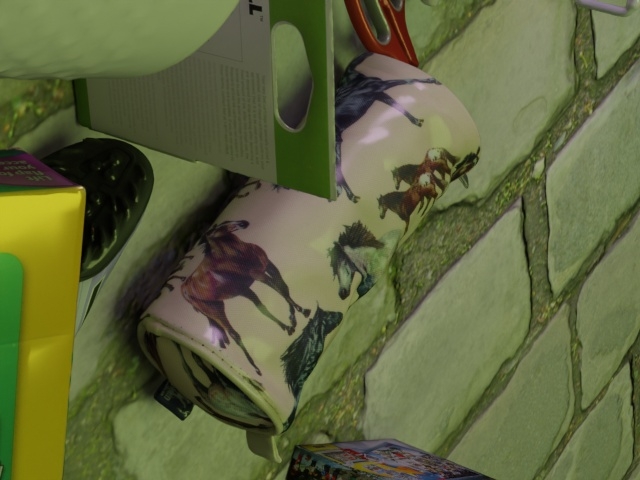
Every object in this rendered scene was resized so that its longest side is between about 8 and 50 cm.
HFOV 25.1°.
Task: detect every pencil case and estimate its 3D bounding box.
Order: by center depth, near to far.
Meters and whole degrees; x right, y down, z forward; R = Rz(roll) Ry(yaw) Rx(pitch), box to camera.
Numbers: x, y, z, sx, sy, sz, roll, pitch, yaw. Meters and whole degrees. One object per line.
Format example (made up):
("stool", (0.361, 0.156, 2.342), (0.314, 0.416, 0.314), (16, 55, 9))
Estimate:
("pencil case", (0.000, 0.000, 1.362), (0.410, 0.160, 0.183), (-52, 135, -29))

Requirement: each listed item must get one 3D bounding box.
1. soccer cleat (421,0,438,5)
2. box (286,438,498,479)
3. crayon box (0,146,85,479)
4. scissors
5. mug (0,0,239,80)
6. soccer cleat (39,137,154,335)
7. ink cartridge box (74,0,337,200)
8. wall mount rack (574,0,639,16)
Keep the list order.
("soccer cleat", (0.151, -0.333, 1.528), (0.196, 0.068, 0.076), (-54, 160, -24))
("box", (0.090, 0.277, 1.650), (0.233, 0.159, 0.044), (9, 98, -58))
("crayon box", (-0.334, 0.114, 0.867), (0.363, 0.106, 0.313), (-6, 111, -37))
("scissors", (0.087, -0.161, 1.473), (0.109, 0.021, 0.297), (-50, 127, -49))
("mug", (-0.240, -0.273, 0.790), (0.328, 0.276, 0.374), (-7, 82, -48))
("soccer cleat", (-0.232, 0.061, 1.107), (0.318, 0.108, 0.116), (-58, 162, -20))
("ink cartridge box", (-0.069, -0.155, 1.084), (0.097, 0.255, 0.189), (-35, 134, -44))
("wall mount rack", (0.425, -0.445, 1.823), (0.350, 0.130, 0.304), (-18, 120, -54))
